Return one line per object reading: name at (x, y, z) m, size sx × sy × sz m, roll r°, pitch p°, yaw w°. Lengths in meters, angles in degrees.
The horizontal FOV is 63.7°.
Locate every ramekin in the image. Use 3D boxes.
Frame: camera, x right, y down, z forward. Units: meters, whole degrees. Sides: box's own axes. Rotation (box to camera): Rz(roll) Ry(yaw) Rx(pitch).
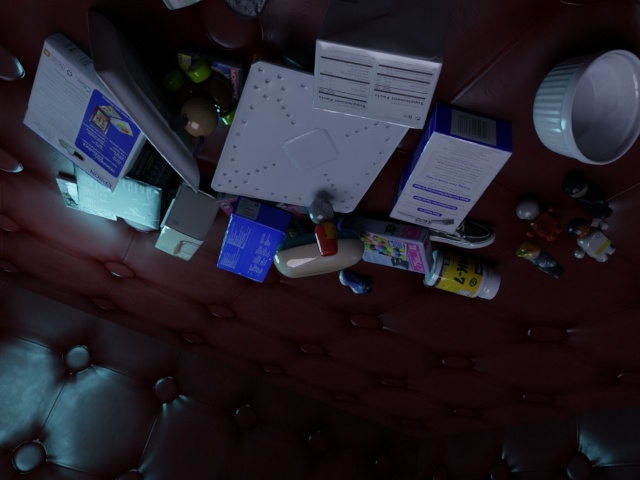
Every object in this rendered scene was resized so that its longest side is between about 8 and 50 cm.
ramekin at (0.507, -0.254, 0.981) m, size 0.207 × 0.207 × 0.109 m, roll 36°, pitch 178°, yaw -30°

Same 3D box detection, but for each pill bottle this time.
pill bottle at (0.449, 0.111, 1.627) m, size 0.208 × 0.119 × 0.119 m, roll 16°, pitch 147°, yaw -3°

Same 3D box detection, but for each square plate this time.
square plate at (-0.388, -0.321, 1.166) m, size 0.049 × 0.344 × 0.347 m, roll -31°, pitch 137°, yaw 2°

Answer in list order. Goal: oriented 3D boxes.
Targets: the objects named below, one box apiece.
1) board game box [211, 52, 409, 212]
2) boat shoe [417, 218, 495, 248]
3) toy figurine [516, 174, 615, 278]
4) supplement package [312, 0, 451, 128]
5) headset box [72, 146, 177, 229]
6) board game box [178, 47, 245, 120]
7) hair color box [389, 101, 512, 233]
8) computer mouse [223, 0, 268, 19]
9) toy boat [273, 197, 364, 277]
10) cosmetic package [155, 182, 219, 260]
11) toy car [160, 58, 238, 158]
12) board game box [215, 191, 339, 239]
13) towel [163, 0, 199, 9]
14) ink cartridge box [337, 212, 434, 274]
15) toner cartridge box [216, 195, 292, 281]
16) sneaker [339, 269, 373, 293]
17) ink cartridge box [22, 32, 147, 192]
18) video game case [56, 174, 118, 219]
board game box at (-0.025, -0.229, 1.218) m, size 0.390 × 0.050 × 0.390 m, roll 8°, pitch 142°, yaw -22°
boat shoe at (0.388, -0.031, 1.474) m, size 0.219 × 0.078 × 0.070 m, roll 6°, pitch 148°, yaw 16°
toy figurine at (0.595, -0.034, 1.269) m, size 0.148 × 0.209 × 0.213 m, roll 36°, pitch 141°, yaw -21°
supplement package at (0.113, -0.356, 0.918) m, size 0.204 × 0.262 × 0.145 m, roll 12°, pitch 146°, yaw 5°
headset box at (-0.586, -0.180, 1.582) m, size 0.283 × 0.131 × 0.246 m, roll 19°, pitch 147°, yaw -8°
board game box at (-0.233, -0.360, 1.235) m, size 0.194 × 0.060 × 0.194 m, roll 13°, pitch 145°, yaw -2°
hair color box at (0.310, -0.166, 1.275) m, size 0.185 × 0.110 × 0.339 m, roll 15°, pitch 146°, yaw -3°
computer mouse at (-0.077, -0.522, 0.936) m, size 0.184 × 0.060 × 0.262 m, roll 20°, pitch 136°, yaw -1°
toy boat at (0.000, 0.000, 1.425) m, size 0.267 × 0.148 × 0.318 m, roll -9°, pitch 165°, yaw -9°
cosmetic package at (-0.430, -0.049, 1.648) m, size 0.129 × 0.153 × 0.296 m, roll 25°, pitch 160°, yaw -15°
toy car at (-0.282, -0.275, 1.148) m, size 0.149 × 0.188 × 0.155 m, roll -10°, pitch 139°, yaw 26°
board game box at (-0.126, -0.104, 1.551) m, size 0.303 × 0.097 × 0.224 m, roll -8°, pitch 142°, yaw 30°
towel at (-0.273, -0.533, 1.031) m, size 0.152 × 0.023 × 0.113 m, roll -6°, pitch 144°, yaw 25°
ink cartridge box at (0.184, 0.008, 1.581) m, size 0.311 × 0.065 × 0.186 m, roll 14°, pitch 152°, yaw 27°
toner cartridge box at (-0.213, 0.006, 1.596) m, size 0.165 × 0.075 × 0.348 m, roll 21°, pitch 147°, yaw -7°
sneaker at (0.136, 0.149, 1.861) m, size 0.084 × 0.058 × 0.152 m, roll -3°, pitch 148°, yaw 34°
ink cartridge box at (-0.605, -0.316, 1.342) m, size 0.303 × 0.072 × 0.307 m, roll 40°, pitch 136°, yaw -11°
video game case at (-0.821, -0.150, 1.822) m, size 0.190 × 0.022 × 0.173 m, roll 16°, pitch 147°, yaw -4°
